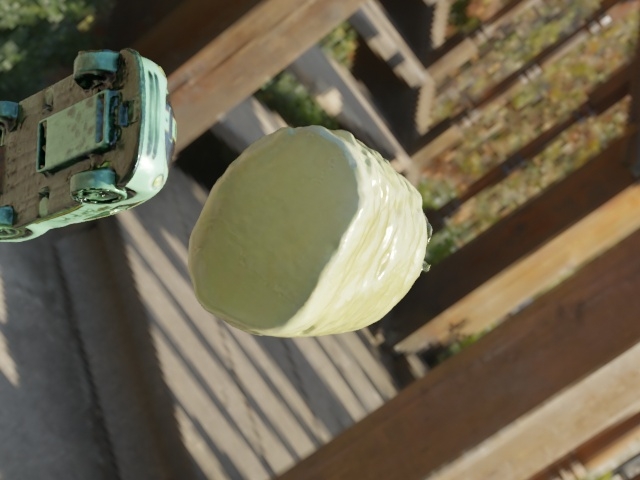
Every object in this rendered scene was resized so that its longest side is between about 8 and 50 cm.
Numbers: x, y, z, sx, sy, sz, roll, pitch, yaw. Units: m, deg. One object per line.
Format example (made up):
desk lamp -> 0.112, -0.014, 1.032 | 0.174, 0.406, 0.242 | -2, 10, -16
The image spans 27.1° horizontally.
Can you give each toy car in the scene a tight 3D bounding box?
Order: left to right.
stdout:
toy car -> -0.236, -0.081, 1.294 | 0.125, 0.306, 0.136 | 13, 69, -40

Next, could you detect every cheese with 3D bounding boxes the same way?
cheese -> 0.000, 0.000, 0.776 | 0.094, 0.123, 0.167 | 41, 7, 15
